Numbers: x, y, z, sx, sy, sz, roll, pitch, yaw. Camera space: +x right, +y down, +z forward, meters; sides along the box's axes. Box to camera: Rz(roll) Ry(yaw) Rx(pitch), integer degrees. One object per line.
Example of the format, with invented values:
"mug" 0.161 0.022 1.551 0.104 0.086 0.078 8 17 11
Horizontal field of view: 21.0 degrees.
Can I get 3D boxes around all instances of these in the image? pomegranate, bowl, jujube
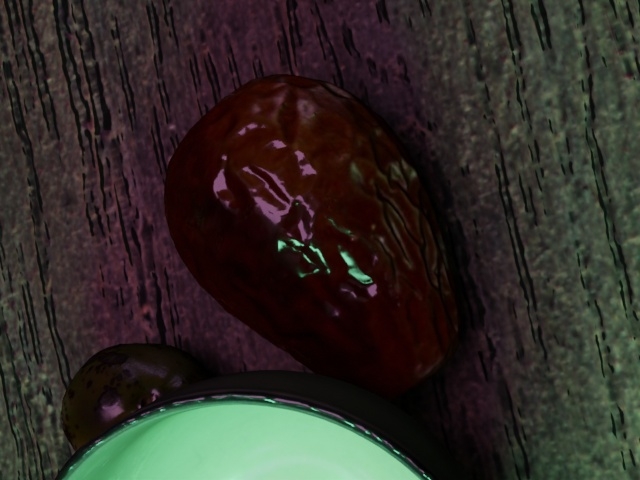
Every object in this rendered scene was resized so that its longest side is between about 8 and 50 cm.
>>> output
"pomegranate" -0.151 0.160 1.389 0.138 0.125 0.163 41 109 8
"bowl" -0.021 0.242 1.260 0.353 0.185 0.354 4 108 13
"jujube" 0.000 0.000 1.295 0.190 0.190 0.255 -37 91 23
